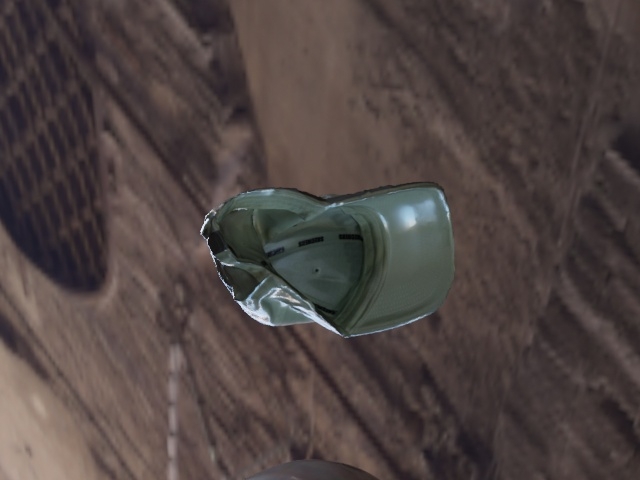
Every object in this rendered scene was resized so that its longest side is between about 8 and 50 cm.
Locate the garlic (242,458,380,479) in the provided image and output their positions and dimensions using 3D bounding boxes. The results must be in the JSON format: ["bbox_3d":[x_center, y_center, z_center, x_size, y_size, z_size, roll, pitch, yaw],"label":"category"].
[{"bbox_3d":[0.007,0.197,0.780,0.160,0.191,0.214,-41,-74,-9],"label":"garlic"}]

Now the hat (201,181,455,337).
[{"bbox_3d":[0.006,0.000,1.261,0.166,0.122,0.081,-17,-152,-10],"label":"hat"}]
